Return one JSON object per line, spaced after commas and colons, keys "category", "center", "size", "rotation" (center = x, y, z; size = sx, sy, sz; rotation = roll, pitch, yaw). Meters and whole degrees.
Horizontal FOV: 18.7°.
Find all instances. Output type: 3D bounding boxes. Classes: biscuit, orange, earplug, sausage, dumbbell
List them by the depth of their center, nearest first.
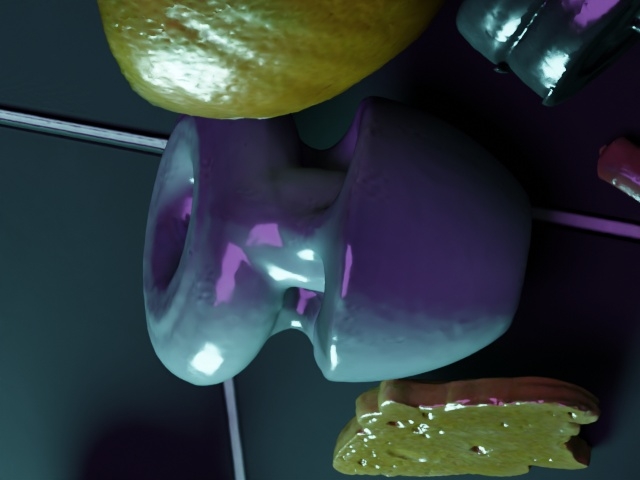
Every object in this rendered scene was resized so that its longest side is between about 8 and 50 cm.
{"category": "dumbbell", "center": [0.231, -0.085, 1.042], "size": [0.388, 0.185, 0.185], "rotation": [44, 132, 9]}
{"category": "orange", "center": [-0.026, -0.218, 1.128], "size": [0.274, 0.274, 0.310], "rotation": [46, 125, 9]}
{"category": "sausage", "center": [0.230, -0.018, 1.183], "size": [0.147, 0.035, 0.030], "rotation": [34, 98, 18]}
{"category": "earplug", "center": [-0.008, -0.002, 1.290], "size": [0.325, 0.175, 0.214], "rotation": [5, 86, 43]}
{"category": "biscuit", "center": [0.092, 0.127, 1.317], "size": [0.162, 0.035, 0.250], "rotation": [29, 148, -30]}
